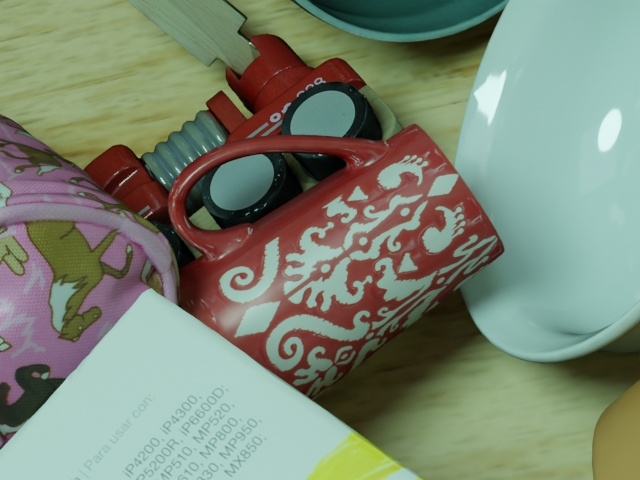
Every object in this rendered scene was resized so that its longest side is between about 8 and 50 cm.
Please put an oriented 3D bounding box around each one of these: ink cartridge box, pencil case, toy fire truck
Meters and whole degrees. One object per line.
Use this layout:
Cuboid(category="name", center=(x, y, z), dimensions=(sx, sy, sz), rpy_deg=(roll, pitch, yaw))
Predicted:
Cuboid(category="ink cartridge box", center=(0.032, 0.229, 0.936), dimensions=(0.385, 0.279, 0.160), rpy_deg=(33, 73, 27))
Cuboid(category="pencil case", center=(-0.223, 0.007, 1.109), dimensions=(0.386, 0.160, 0.167), rpy_deg=(27, 106, 58))
Cuboid(category="toy fire truck", center=(-0.085, -0.068, 1.205), dimensions=(0.217, 0.158, 0.246), rpy_deg=(-37, 49, -1))

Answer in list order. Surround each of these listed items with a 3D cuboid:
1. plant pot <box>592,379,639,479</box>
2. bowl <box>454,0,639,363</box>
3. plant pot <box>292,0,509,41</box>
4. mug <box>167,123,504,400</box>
Cuboid(category="plant pot", center=(0.271, 0.133, 0.929), dimensions=(0.203, 0.291, 0.291), rpy_deg=(-27, 60, 23))
Cuboid(category="bowl", center=(0.207, -0.057, 1.069), dimensions=(0.298, 0.134, 0.298), rpy_deg=(-45, 35, 46))
Cuboid(category="plant pot", center=(0.017, -0.290, 1.212), dimensions=(0.293, 0.293, 0.196), rpy_deg=(-51, 35, -9))
Cuboid(category="mug", center=(0.005, 0.007, 1.056), dimensions=(0.169, 0.150, 0.113), rpy_deg=(-34, 45, -1))
